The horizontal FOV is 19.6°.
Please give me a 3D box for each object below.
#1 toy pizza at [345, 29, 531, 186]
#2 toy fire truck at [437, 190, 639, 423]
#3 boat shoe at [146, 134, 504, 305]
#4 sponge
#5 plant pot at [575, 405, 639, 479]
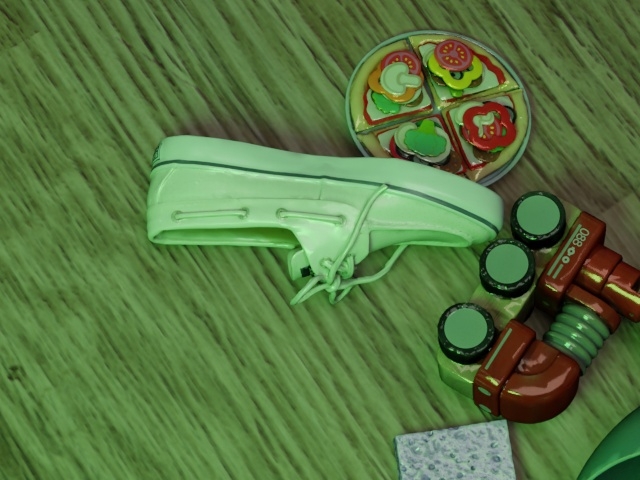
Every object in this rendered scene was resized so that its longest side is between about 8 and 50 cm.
[{"bbox_3d":[0.127,-0.142,1.969,0.201,0.032,0.201,3,64,-6],"label":"toy pizza"},{"bbox_3d":[0.266,0.104,1.876,0.246,0.158,0.217,30,73,16],"label":"toy fire truck"},{"bbox_3d":[-0.002,-0.003,1.883,0.367,0.136,0.156,9,72,2],"label":"boat shoe"},{"bbox_3d":[0.145,0.289,1.858,0.117,0.031,0.210,-6,74,-5],"label":"sponge"},{"bbox_3d":[0.385,0.246,1.784,0.290,0.290,0.195,21,38,3],"label":"plant pot"}]
